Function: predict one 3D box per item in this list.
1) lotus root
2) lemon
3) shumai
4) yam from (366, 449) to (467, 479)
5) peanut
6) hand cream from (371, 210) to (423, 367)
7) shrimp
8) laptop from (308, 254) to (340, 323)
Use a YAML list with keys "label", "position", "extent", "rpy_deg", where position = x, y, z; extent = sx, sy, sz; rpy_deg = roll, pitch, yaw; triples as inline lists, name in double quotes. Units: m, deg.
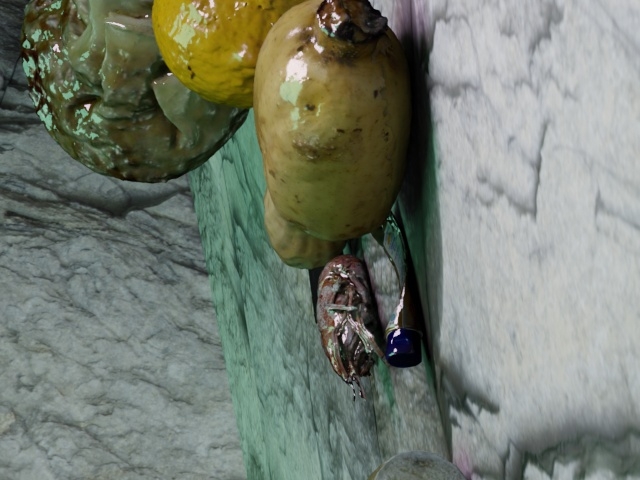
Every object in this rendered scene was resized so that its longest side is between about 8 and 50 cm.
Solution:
- label: "lotus root"
  position: [0.011, -0.112, 1.508]
  extent: [0.160, 0.146, 0.284]
  rpy_deg: [56, 156, 28]
- label: "lemon"
  position: [-0.094, -0.251, 1.904]
  extent: [0.231, 0.192, 0.192]
  rpy_deg: [-122, 25, -53]
- label: "shumai"
  position: [-0.251, -0.300, 2.355]
  extent: [0.348, 0.395, 0.395]
  rpy_deg: [106, 154, -74]
- label: "yam"
  position: [0.079, 0.255, 1.525]
  extent: [0.194, 0.107, 0.107]
  rpy_deg: [106, 155, -68]
- label: "peanut"
  position: [-0.010, -0.054, 1.836]
  extent: [0.117, 0.101, 0.263]
  rpy_deg: [58, 164, 17]
- label: "hand cream"
  position: [0.073, 0.044, 1.615]
  extent: [0.062, 0.039, 0.163]
  rpy_deg: [93, 172, -60]
- label: "shrimp"
  position: [0.033, 0.095, 1.806]
  extent: [0.075, 0.073, 0.190]
  rpy_deg: [36, -145, -34]
- label: "laptop"
  position: [0.000, 0.000, 2.060]
  extent: [0.154, 0.026, 0.207]
  rpy_deg: [144, 118, -81]
